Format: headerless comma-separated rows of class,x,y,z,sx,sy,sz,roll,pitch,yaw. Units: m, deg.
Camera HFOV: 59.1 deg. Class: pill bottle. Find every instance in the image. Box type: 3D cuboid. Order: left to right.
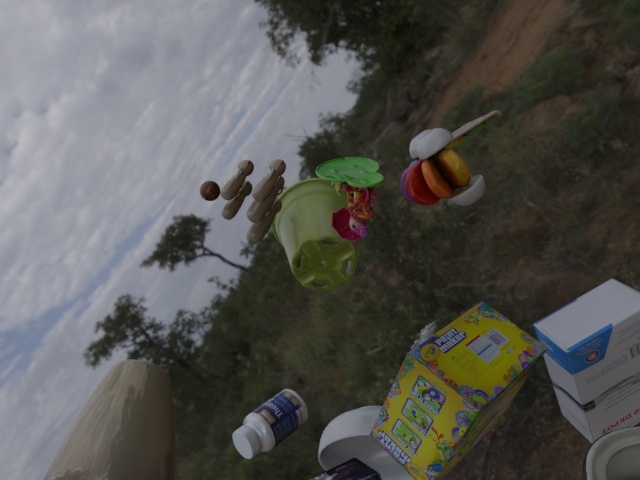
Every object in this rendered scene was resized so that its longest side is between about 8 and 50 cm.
pill bottle,-0.082,0.300,0.921,0.120,0.067,0.067,-27,-20,-42

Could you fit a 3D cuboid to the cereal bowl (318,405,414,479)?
cereal bowl,0.165,0.599,1.694,0.339,0.338,0.141,-55,20,40

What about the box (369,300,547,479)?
box,0.296,0.331,1.227,0.290,0.177,0.279,-21,-41,-42

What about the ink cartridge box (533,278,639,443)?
ink cartridge box,0.829,0.358,1.651,0.285,0.395,0.166,-28,26,-5

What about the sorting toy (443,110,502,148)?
sorting toy,0.387,-0.294,1.591,0.208,0.038,0.193,-28,5,-5

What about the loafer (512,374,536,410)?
loafer,0.754,0.518,2.126,0.084,0.096,0.268,-81,-22,-60

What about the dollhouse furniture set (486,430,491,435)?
dollhouse furniture set,0.504,0.587,2.078,0.374,0.152,0.201,63,-158,-82

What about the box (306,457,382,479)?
box,0.069,0.655,1.400,0.165,0.143,0.270,-20,-9,-12

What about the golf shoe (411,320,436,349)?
golf shoe,0.404,0.370,2.085,0.069,0.086,0.176,-26,-33,-32

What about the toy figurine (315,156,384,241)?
toy figurine,0.072,-0.069,1.157,0.173,0.130,0.159,39,141,54

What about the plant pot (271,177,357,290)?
plant pot,0.000,0.000,1.613,0.276,0.276,0.254,-57,22,25

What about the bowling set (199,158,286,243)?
bowling set,-0.196,-0.141,1.469,0.154,0.199,0.287,-59,-3,-30

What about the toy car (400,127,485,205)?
toy car,0.223,-0.126,1.110,0.136,0.159,0.182,-38,8,5

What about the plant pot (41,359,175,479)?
plant pot,-0.410,0.400,1.180,0.256,0.256,0.274,126,156,-48

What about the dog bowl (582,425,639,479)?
dog bowl,0.634,0.489,0.916,0.408,0.407,0.150,-70,-16,-70
